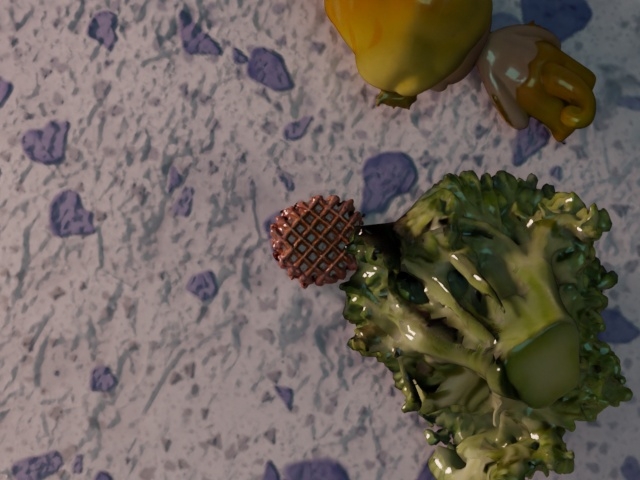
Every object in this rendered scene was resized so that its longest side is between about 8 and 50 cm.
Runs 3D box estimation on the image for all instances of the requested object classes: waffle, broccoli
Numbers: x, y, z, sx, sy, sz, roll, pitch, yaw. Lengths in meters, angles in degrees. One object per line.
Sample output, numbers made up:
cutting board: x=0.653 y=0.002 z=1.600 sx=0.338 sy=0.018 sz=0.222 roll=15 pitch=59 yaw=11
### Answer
waffle: x=0.000 y=0.000 z=1.428 sx=0.083 sy=0.029 sz=0.075 roll=-12 pitch=88 yaw=-2
broccoli: x=0.128 y=0.075 z=1.316 sx=0.247 sy=0.243 sz=0.263 roll=26 pitch=94 yaw=-12

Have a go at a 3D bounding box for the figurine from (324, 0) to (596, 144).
figurine: x=0.112 y=-0.166 z=1.393 sx=0.246 sy=0.131 sz=0.156 roll=24 pitch=75 yaw=-12
